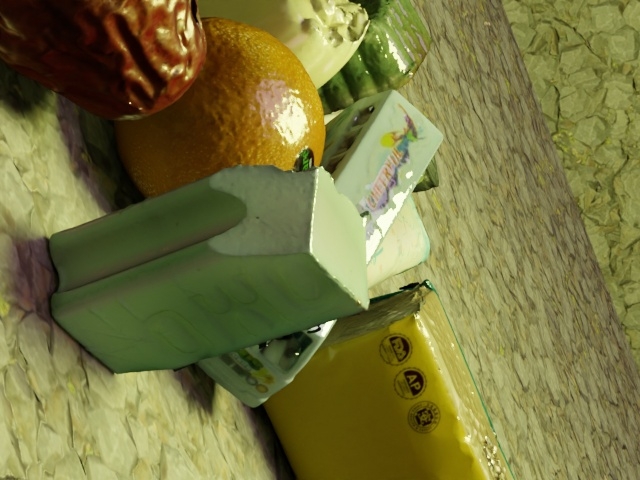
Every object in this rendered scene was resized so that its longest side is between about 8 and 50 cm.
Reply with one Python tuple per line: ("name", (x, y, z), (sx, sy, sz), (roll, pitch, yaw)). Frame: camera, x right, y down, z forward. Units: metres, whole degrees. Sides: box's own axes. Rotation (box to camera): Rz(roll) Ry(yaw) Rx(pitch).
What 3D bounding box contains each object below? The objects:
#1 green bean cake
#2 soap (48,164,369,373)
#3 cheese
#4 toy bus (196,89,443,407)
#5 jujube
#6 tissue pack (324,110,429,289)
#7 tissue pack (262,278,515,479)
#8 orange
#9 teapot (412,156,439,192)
("green bean cake", (0.027, -0.220, 2.124), (0.094, 0.181, 0.173), (64, 21, -17))
("soap", (-0.082, 0.024, 1.451), (0.145, 0.231, 0.091), (48, 29, -51))
("cheese", (-0.061, -0.252, 1.828), (0.127, 0.233, 0.266), (32, 38, -48))
("toy bus", (0.000, 0.000, 1.705), (0.109, 0.136, 0.329), (43, 49, -13))
("jujube", (-0.196, -0.226, 1.434), (0.197, 0.197, 0.290), (-89, 155, -48))
("tissue pack", (0.009, -0.036, 1.962), (0.201, 0.124, 0.271), (66, 21, 1))
("tissue pack", (0.066, 0.195, 1.786), (0.134, 0.192, 0.270), (-63, 131, -69))
("orange", (-0.089, -0.098, 1.633), (0.206, 0.206, 0.206), (-19, 90, -73))
("teapot", (0.099, -0.102, 2.374), (0.124, 0.091, 0.092), (15, 57, -76))
